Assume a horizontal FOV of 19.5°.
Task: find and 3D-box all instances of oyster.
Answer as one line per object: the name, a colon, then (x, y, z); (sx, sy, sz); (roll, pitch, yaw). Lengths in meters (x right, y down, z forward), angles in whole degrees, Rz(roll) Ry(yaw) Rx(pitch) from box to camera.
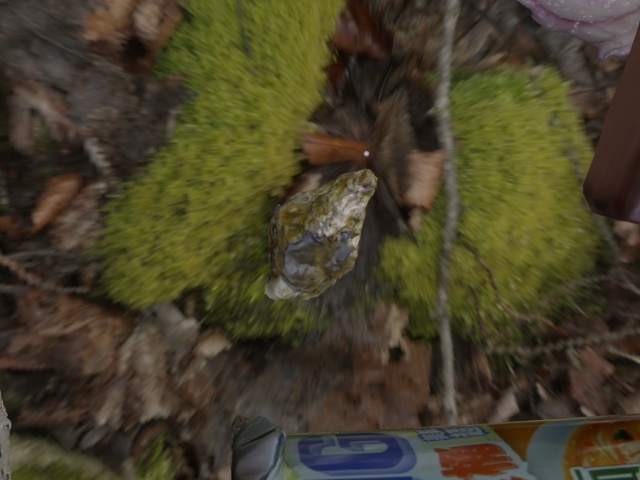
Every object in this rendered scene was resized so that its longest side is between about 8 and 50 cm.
oyster: (-0.003, -0.001, 1.057); (0.051, 0.034, 0.093); (10, 116, -14)

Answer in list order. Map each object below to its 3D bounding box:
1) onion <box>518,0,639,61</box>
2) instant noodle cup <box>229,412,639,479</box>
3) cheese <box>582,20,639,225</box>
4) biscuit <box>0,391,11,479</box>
onion: (0.197, -0.255, 1.160); (0.256, 0.230, 0.272); (-10, 137, 31)
instant noodle cup: (0.096, 0.187, 0.652); (0.214, 0.296, 0.296); (-9, 92, -1)
cheese: (0.133, -0.040, 0.359); (0.203, 0.177, 0.128); (22, 84, -43)
biscuit: (-0.179, 0.111, 0.844); (0.020, 0.152, 0.152); (3, 93, 18)
